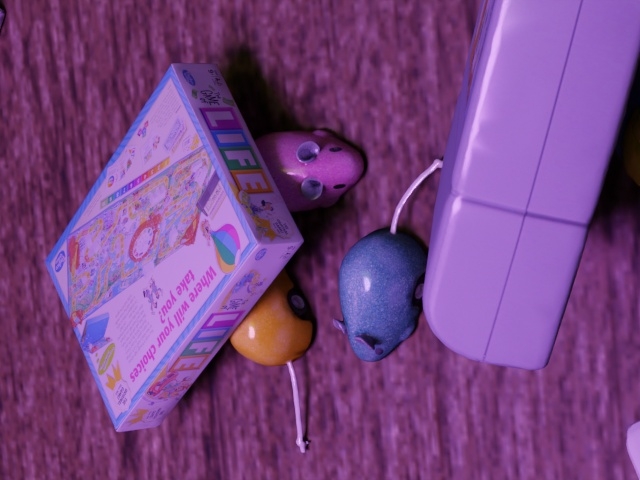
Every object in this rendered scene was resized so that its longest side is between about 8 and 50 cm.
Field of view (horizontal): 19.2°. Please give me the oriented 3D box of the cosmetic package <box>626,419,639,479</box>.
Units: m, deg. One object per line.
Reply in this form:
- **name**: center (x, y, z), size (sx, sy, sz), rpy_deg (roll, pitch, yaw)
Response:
- **cosmetic package**: center (0.233, 0.087, 0.619), size (0.183, 0.151, 0.151), rpy_deg (-30, 78, 35)

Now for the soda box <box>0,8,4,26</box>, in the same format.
- **soda box**: center (-0.245, -0.043, 1.013), size (0.074, 0.069, 0.216), rpy_deg (35, 115, 28)

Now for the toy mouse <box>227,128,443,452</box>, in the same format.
- **toy mouse**: center (0.000, 0.000, 0.857), size (0.143, 0.031, 0.161), rpy_deg (-32, 77, 36)

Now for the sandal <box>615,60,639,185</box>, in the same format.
- **sandal**: center (0.203, -0.139, 0.647), size (0.317, 0.126, 0.138), rpy_deg (-53, 35, 35)

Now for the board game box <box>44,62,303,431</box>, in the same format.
- **board game box**: center (-0.073, 0.005, 0.889), size (0.154, 0.026, 0.103), rpy_deg (-51, 55, 41)

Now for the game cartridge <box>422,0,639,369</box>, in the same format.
- **game cartridge**: center (0.091, -0.115, 0.674), size (0.062, 0.198, 0.297), rpy_deg (14, 106, 6)
